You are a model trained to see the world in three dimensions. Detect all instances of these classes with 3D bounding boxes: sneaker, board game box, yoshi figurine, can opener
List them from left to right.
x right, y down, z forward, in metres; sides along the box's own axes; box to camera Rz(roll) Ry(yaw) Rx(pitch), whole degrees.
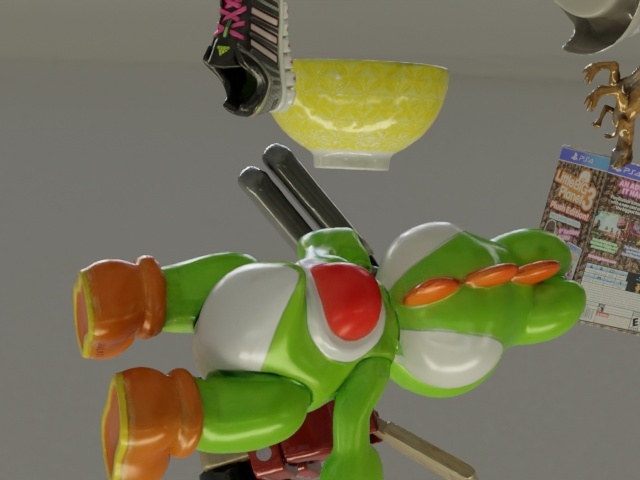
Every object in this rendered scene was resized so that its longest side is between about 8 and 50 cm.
[{"bbox_3d":[-0.071,-0.186,1.231,0.063,0.170,0.075,10,-149,40],"label":"sneaker"},{"bbox_3d":[0.000,0.000,1.565,0.076,0.283,0.095,-44,-149,-6],"label":"can opener"},{"bbox_3d":[0.010,0.076,0.993,0.362,0.203,0.203,-9,-160,-17],"label":"yoshi figurine"},{"bbox_3d":[0.513,0.004,2.395,0.232,0.291,0.141,13,-174,-30],"label":"board game box"}]

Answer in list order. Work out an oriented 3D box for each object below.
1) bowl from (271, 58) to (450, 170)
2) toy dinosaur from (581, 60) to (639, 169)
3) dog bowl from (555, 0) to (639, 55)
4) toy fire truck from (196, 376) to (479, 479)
[{"bbox_3d":[0.051,-0.185,2.055,0.289,0.156,0.289,2,-178,0],"label":"bowl"},{"bbox_3d":[0.381,-0.188,1.654,0.112,0.211,0.064,9,-144,-16],"label":"toy dinosaur"},{"bbox_3d":[0.371,-0.427,1.823,0.102,0.349,0.349,-15,-147,-20],"label":"dog bowl"},{"bbox_3d":[0.015,0.196,1.330,0.246,0.217,0.158,-16,-107,6],"label":"toy fire truck"}]
